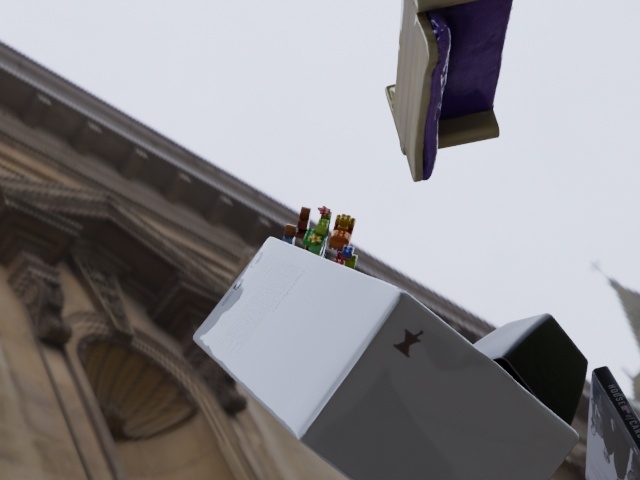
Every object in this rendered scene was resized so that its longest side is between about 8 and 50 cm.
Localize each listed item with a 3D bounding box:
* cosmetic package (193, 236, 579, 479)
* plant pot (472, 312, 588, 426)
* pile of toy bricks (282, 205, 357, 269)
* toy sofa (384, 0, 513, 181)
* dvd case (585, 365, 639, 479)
[{"bbox_3d":[0.041,0.145,1.218,0.230,0.453,0.161,39,-96,-17],"label":"cosmetic package"},{"bbox_3d":[0.374,0.240,2.130,0.187,0.188,0.167,50,-123,-10],"label":"plant pot"},{"bbox_3d":[0.000,0.000,1.749,0.118,0.212,0.105,13,-52,3],"label":"pile of toy bricks"},{"bbox_3d":[0.182,-0.239,1.559,0.150,0.177,0.362,-13,-27,-5],"label":"toy sofa"},{"bbox_3d":[0.421,0.320,1.633,0.030,0.179,0.238,-14,-50,-6],"label":"dvd case"}]
